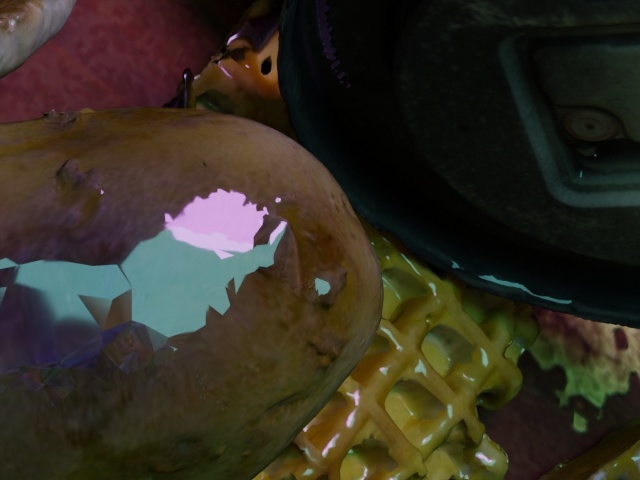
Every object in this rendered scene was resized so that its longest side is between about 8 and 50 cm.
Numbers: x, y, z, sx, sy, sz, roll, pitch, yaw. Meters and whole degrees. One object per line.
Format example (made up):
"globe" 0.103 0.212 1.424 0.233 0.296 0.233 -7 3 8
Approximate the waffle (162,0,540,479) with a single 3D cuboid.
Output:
"waffle" 0.002 -0.001 1.092 0.307 0.060 0.312 18 63 -32

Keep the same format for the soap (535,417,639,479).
"soap" 0.208 0.224 1.144 0.135 0.076 0.233 -24 89 -39

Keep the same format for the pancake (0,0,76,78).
"pancake" -0.262 -0.077 0.877 0.376 0.197 0.054 -16 125 -31

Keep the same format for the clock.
"clock" 0.170 -0.086 0.967 0.386 0.386 0.076 29 53 -24

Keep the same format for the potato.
"potato" -0.120 0.042 0.886 0.307 0.173 0.210 -15 84 -11
